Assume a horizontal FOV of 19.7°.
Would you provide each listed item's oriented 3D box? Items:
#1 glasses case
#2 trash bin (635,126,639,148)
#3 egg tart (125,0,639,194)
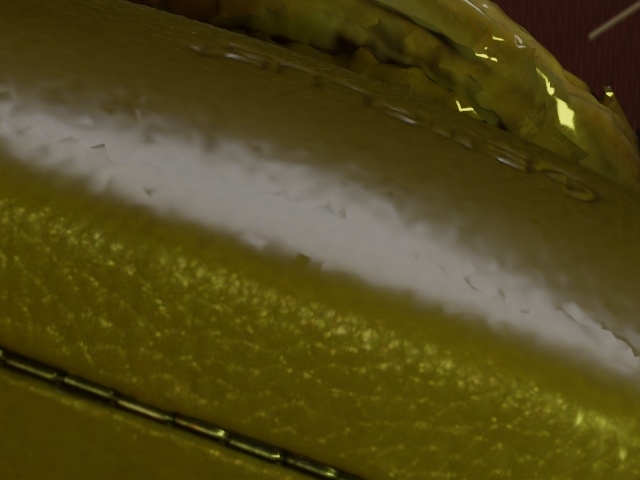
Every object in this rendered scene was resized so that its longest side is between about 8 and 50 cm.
[{"bbox_3d":[-0.004,0.025,0.544,0.371,0.141,0.173,21,14,-3],"label":"glasses case"},{"bbox_3d":[0.275,0.040,0.920,0.250,0.219,0.220,33,-1,27],"label":"trash bin"},{"bbox_3d":[0.000,0.000,0.719,0.291,0.107,0.291,26,-31,17],"label":"egg tart"}]
